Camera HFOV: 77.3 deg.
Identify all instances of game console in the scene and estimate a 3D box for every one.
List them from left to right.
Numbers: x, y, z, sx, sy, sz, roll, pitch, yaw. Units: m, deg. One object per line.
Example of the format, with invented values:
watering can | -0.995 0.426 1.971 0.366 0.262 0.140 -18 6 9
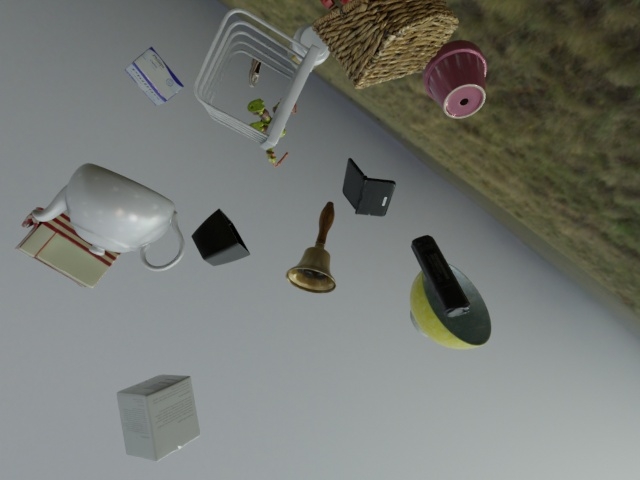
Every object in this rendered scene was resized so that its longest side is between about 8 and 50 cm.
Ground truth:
game console | 0.108 -0.121 0.921 0.108 0.122 0.071 6 -124 -1

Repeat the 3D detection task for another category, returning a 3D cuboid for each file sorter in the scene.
file sorter | -0.140 -0.319 0.836 0.173 0.192 0.277 26 -175 -15

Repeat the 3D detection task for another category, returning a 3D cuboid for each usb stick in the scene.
usb stick | 0.335 0.094 1.139 0.045 0.077 0.277 68 -175 -47

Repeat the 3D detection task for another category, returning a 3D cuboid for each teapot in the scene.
teapot | -0.482 -0.050 0.949 0.256 0.186 0.253 16 169 37

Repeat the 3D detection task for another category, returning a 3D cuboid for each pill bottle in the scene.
pill bottle | -0.035 -0.598 1.242 0.117 0.117 0.215 32 -172 -18

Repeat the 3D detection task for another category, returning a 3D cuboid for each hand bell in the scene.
hand bell | 0.000 0.000 1.024 0.126 0.126 0.241 30 -125 -25

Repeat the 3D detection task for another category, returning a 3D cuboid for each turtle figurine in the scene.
turtle figurine | -0.166 -0.392 1.325 0.087 0.269 0.217 17 -175 19

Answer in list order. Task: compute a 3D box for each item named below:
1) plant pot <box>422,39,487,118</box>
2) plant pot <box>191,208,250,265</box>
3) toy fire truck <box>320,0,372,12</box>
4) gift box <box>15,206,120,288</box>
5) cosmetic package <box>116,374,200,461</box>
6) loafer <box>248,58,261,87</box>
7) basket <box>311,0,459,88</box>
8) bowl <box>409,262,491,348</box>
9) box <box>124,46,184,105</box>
plant pot | 0.442 -0.501 1.284 0.202 0.201 0.180 26 -133 -34
plant pot | -0.436 0.006 1.715 0.187 0.167 0.188 57 175 17
toy fire truck | 0.117 -0.830 1.431 0.302 0.170 0.253 29 -141 -53
gift box | -0.787 -0.025 1.283 0.258 0.255 0.276 43 -122 -31
cosmetic package | -0.465 0.503 1.154 0.151 0.152 0.183 -6 -93 -56
loafer | -0.279 -0.721 1.717 0.039 0.125 0.045 7 178 20
basket | 0.168 -0.554 1.001 0.299 0.213 0.222 -27 -100 -32
bowl | 0.378 0.224 1.269 0.290 0.156 0.289 22 -134 -25
box | -0.473 -0.461 1.134 0.137 0.072 0.126 18 151 54
